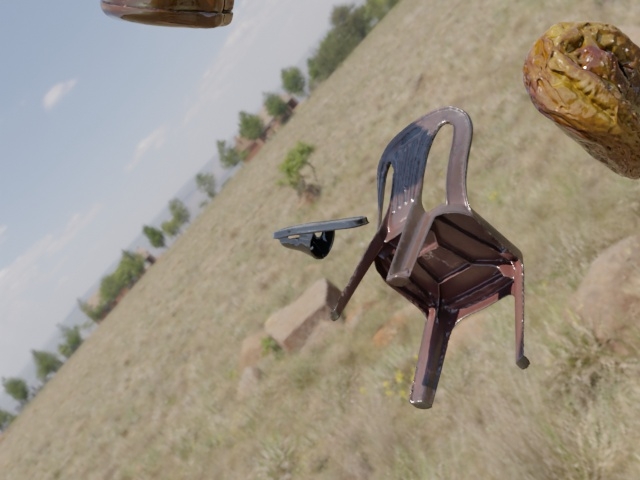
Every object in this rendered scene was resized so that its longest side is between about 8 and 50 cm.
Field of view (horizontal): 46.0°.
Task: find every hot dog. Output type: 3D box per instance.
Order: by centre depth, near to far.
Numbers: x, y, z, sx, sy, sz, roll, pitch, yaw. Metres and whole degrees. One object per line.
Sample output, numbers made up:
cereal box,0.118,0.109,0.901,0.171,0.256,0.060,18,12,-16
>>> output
hot dog,0.342,-0.165,0.907,0.099,0.227,0.160,-17,54,46

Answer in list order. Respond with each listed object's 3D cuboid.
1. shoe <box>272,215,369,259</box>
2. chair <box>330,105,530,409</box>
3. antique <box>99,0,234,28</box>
shoe,0.000,0.000,1.009,0.159,0.053,0.062,-10,8,41
chair,0.145,0.006,0.926,0.175,0.183,0.326,-34,23,41
antique,-0.316,-0.502,1.531,0.223,0.278,0.129,-48,-34,-66
